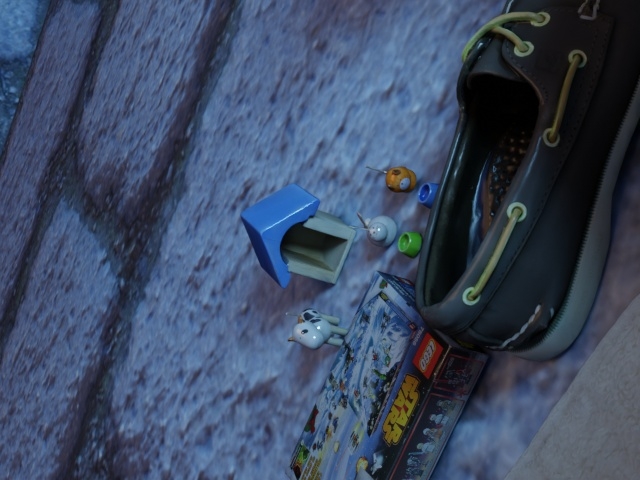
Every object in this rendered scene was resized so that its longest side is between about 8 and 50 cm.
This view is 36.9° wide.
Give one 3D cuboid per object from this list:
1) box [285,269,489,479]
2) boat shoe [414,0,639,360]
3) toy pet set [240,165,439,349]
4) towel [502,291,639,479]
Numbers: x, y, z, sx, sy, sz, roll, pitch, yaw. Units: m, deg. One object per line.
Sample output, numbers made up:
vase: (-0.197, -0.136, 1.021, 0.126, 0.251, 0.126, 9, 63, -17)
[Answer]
box: (0.031, 0.097, 0.519, 0.137, 0.027, 0.094, -66, 27, 14)
boat shoe: (0.098, -0.062, 0.438, 0.081, 0.068, 0.228, -1, 75, 61)
toy pet set: (0.000, 0.000, 0.587, 0.114, 0.065, 0.122, 39, 110, 60)
towel: (0.097, 0.159, 0.312, 0.282, 0.049, 0.187, -59, 25, 14)
